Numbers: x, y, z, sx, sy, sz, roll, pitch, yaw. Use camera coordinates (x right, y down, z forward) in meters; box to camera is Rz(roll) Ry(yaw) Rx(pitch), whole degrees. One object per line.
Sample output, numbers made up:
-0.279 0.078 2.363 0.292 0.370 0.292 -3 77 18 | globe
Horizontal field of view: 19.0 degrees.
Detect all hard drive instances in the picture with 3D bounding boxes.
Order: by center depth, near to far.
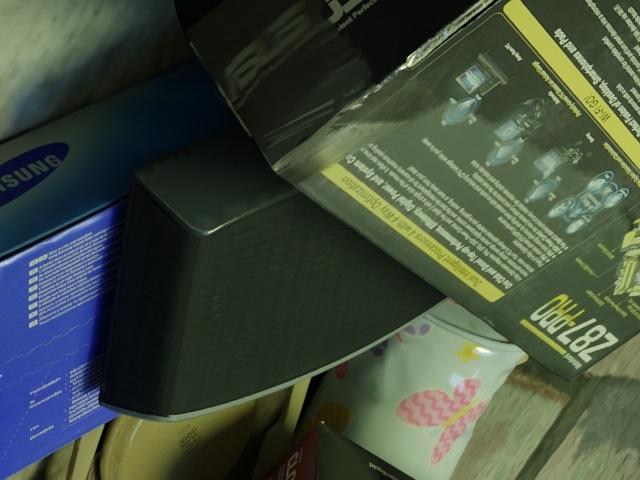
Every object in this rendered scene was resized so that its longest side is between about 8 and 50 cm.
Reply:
0.000 0.000 1.035 0.255 0.054 0.172 -22 138 -39 | hard drive

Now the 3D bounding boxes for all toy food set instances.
-0.096 0.122 1.217 0.192 0.038 0.132 -2 118 -45 | toy food set

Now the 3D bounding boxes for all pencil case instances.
0.043 0.149 1.341 0.124 0.113 0.273 8 116 -41 | pencil case

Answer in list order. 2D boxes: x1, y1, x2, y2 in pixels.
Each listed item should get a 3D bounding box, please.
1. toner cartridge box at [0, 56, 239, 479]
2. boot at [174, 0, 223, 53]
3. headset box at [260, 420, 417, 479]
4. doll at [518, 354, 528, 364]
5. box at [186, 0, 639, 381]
-0.068 -0.013 1.061 0.348 0.075 0.165 -28 142 -34 | toner cartridge box
-0.036 -0.209 0.870 0.246 0.094 0.207 -62 152 5 | boot
0.014 0.269 1.254 0.218 0.110 0.293 32 121 -18 | headset box
0.169 -0.002 1.412 0.129 0.046 0.189 -15 129 -32 | doll
0.164 -0.095 0.928 0.318 0.097 0.395 -40 150 10 | box
